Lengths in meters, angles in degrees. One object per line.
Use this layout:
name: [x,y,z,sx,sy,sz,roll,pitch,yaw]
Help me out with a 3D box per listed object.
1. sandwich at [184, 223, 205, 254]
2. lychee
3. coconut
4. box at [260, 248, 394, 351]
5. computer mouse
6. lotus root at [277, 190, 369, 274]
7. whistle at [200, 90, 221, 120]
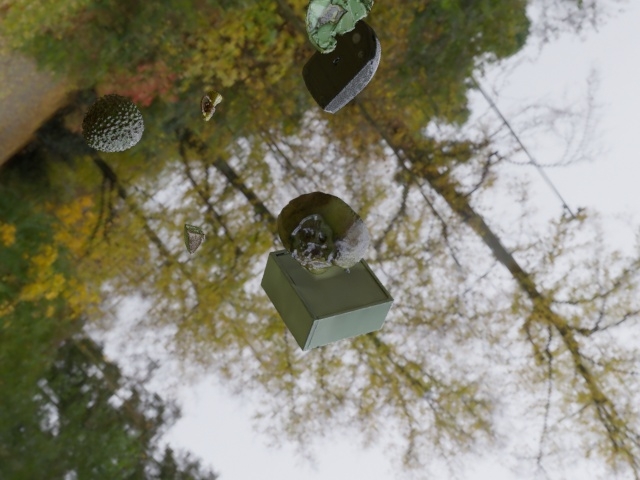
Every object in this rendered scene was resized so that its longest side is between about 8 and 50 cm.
sandwich: [-0.276,-0.009,1.876,0.044,0.031,0.083,-25,148,-25]
lychee: [-0.554,-0.307,2.270,0.171,0.171,0.171,-35,-164,11]
coconut: [0.032,-0.477,1.776,0.158,0.133,0.055,-29,-147,21]
box: [0.013,0.126,2.029,0.225,0.225,0.117,-11,139,-31]
computer mouse: [0.072,-0.487,2.352,0.100,0.170,0.269,-1,148,-47]
lotus root: [-0.003,-0.003,1.836,0.183,0.203,0.078,-45,-175,28]
whistle: [-0.325,-0.398,2.506,0.109,0.046,0.057,-75,-179,-48]
